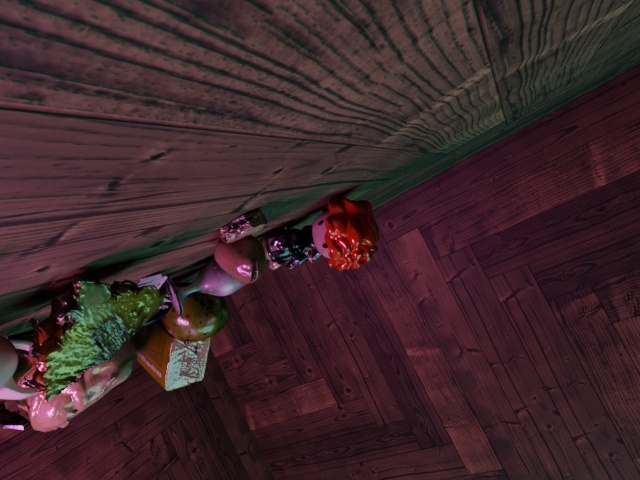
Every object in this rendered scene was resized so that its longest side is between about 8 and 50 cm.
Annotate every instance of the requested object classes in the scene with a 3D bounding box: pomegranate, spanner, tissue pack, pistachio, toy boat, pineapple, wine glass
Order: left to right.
[{"bbox_3d":[-0.933,0.468,1.111,0.324,0.040,0.095,8,-171,14],"label":"spanner"},{"bbox_3d":[-0.413,0.114,0.682,0.250,0.140,0.164,-50,147,-28],"label":"pineapple"},{"bbox_3d":[-0.477,0.165,1.068,0.220,0.067,0.291,-1,153,-43],"label":"toy boat"},{"bbox_3d":[-0.539,0.365,1.452,0.274,0.200,0.167,21,-166,38],"label":"tissue pack"},{"bbox_3d":[-0.394,0.204,1.300,0.211,0.263,0.211,10,153,5],"label":"pomegranate"},{"bbox_3d":[-0.320,0.116,1.186,0.241,0.126,0.126,-22,175,-31],"label":"wine glass"},{"bbox_3d":[-0.184,0.040,0.944,0.108,0.126,0.185,-1,-173,-27],"label":"pistachio"}]

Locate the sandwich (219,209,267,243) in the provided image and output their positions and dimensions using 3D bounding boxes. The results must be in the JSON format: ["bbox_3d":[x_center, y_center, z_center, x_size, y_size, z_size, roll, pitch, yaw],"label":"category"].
[{"bbox_3d":[-0.166,-0.028,0.865,0.105,0.036,0.093,-25,178,-10],"label":"sandwich"}]

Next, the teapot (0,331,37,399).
[{"bbox_3d":[-0.566,0.224,0.624,0.208,0.166,0.299,-41,162,22],"label":"teapot"}]

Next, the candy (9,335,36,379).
[{"bbox_3d":[-0.672,0.261,0.856,0.143,0.101,0.271,-33,-177,-1],"label":"candy"}]

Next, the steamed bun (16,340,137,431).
[{"bbox_3d":[-0.732,0.390,1.216,0.325,0.230,0.372,-36,-177,-30],"label":"steamed bun"}]

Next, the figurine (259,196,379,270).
[{"bbox_3d":[-0.012,0.000,1.331,0.411,0.241,0.306,-10,157,13],"label":"figurine"}]

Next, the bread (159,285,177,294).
[{"bbox_3d":[-0.535,0.205,1.427,0.139,0.060,0.178,-27,177,10],"label":"bread"}]
